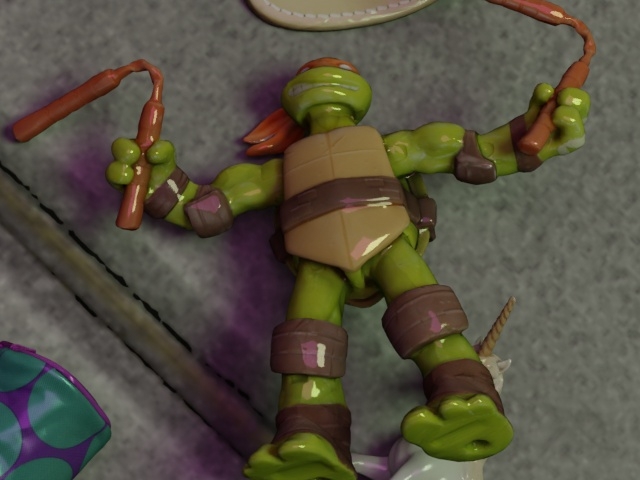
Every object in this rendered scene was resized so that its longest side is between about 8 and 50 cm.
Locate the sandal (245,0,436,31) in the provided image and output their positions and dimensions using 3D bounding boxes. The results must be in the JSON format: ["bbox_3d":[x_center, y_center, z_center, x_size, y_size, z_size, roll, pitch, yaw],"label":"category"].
[{"bbox_3d":[0.077,-0.170,0.765,0.240,0.079,0.088,-16,83,-12],"label":"sandal"}]

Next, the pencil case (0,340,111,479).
[{"bbox_3d":[-0.163,0.111,0.683,0.151,0.064,0.070,-47,106,-14],"label":"pencil case"}]

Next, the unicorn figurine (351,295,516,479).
[{"bbox_3d":[0.052,0.119,0.725,0.111,0.060,0.162,-21,98,-22],"label":"unicorn figurine"}]

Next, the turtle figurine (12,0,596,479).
[{"bbox_3d":[0.000,0.000,0.712,0.270,0.087,0.217,-8,61,2],"label":"turtle figurine"}]
